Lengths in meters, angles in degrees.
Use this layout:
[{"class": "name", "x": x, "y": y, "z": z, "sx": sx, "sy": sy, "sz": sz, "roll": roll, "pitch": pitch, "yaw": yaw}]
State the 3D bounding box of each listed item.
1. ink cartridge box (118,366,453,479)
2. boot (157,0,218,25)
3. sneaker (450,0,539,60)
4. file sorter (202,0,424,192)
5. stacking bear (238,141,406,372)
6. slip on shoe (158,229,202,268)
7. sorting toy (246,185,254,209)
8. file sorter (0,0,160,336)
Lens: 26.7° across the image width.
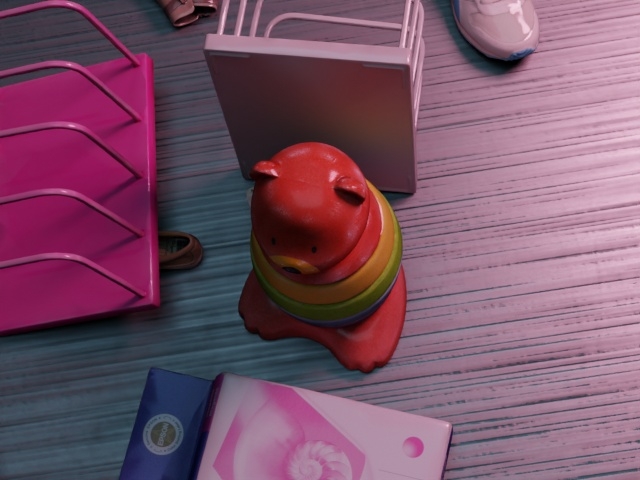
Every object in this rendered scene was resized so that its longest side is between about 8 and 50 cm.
[{"class": "ink cartridge box", "x": -0.062, "y": 0.303, "z": 1.327, "sx": 0.330, "sy": 0.071, "sz": 0.324, "roll": 11, "pitch": 73, "yaw": 8}, {"class": "boot", "x": -0.178, "y": -0.287, "z": 1.559, "sx": 0.118, "sy": 0.042, "sz": 0.087, "roll": -18, "pitch": 72, "yaw": 0}, {"class": "sneaker", "x": 0.180, "y": -0.306, "z": 1.502, "sx": 0.087, "sy": 0.092, "sz": 0.228, "roll": -19, "pitch": 71, "yaw": -3}, {"class": "file sorter", "x": 0.010, "y": -0.189, "z": 1.385, "sx": 0.193, "sy": 0.277, "sz": 0.173, "roll": 6, "pitch": 67, "yaw": 8}, {"class": "stacking bear", "x": 0.000, "y": 0.000, "z": 1.308, "sx": 0.175, "sy": 0.289, "sz": 0.164, "roll": 18, "pitch": 74, "yaw": 12}, {"class": "slip on shoe", "x": -0.196, "y": 0.011, "z": 1.455, "sx": 0.135, "sy": 0.041, "sz": 0.051, "roll": 0, "pitch": 71, "yaw": 6}, {"class": "sorting toy", "x": -0.039, "y": -0.044, "z": 1.445, "sx": 0.075, "sy": 0.083, "sz": 0.045, "roll": -20, "pitch": 97, "yaw": -1}, {"class": "file sorter", "x": -0.300, "y": -0.074, "z": 1.398, "sx": 0.202, "sy": 0.182, "sz": 0.290, "roll": -10, "pitch": 69, "yaw": 17}]
